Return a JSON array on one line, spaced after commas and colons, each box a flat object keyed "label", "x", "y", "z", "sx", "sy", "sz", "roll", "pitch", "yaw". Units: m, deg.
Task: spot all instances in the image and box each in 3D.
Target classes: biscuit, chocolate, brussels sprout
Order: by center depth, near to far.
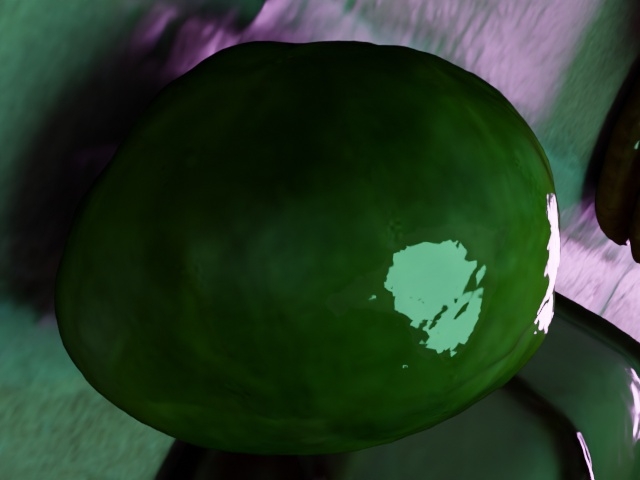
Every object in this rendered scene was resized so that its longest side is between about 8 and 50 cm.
[{"label": "brussels sprout", "x": 0.004, "y": 0.003, "z": 0.504, "sx": 0.180, "sy": 0.144, "sz": 0.161, "roll": -31, "pitch": 161, "yaw": -44}, {"label": "chocolate", "x": 0.059, "y": 0.150, "z": 0.752, "sx": 0.283, "sy": 0.186, "sz": 0.284, "roll": -44, "pitch": 154, "yaw": -28}, {"label": "biscuit", "x": 0.259, "y": -0.084, "z": 1.008, "sx": 0.220, "sy": 0.066, "sz": 0.220, "roll": -45, "pitch": 156, "yaw": -27}]
